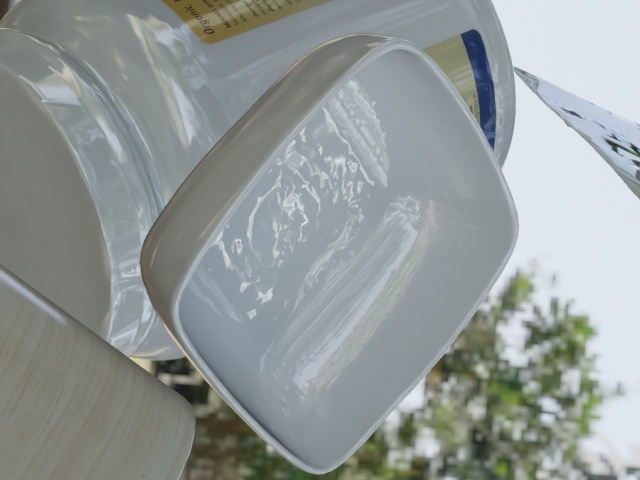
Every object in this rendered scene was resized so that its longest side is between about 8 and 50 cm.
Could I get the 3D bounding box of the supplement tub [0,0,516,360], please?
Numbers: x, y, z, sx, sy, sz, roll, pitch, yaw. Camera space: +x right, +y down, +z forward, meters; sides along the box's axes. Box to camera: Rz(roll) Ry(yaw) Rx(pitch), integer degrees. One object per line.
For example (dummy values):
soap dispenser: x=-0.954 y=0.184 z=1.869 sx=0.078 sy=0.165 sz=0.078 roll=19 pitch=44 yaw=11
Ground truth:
supplement tub: x=-0.061 y=-0.065 z=1.022 sx=0.228 sy=0.316 sz=0.228 roll=26 pitch=-52 yaw=39

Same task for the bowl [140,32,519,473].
bowl: x=0.000 y=0.000 z=0.643 sx=0.142 sy=0.053 sz=0.142 roll=-49 pitch=137 yaw=-12

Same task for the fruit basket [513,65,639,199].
fruit basket: x=0.349 y=-0.029 z=1.353 sx=0.165 sy=0.327 sz=0.353 roll=-58 pitch=-151 yaw=21

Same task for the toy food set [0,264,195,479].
toy food set: x=-0.190 y=0.095 z=0.407 sx=0.092 sy=0.220 sz=0.306 roll=-27 pitch=-152 yaw=55
